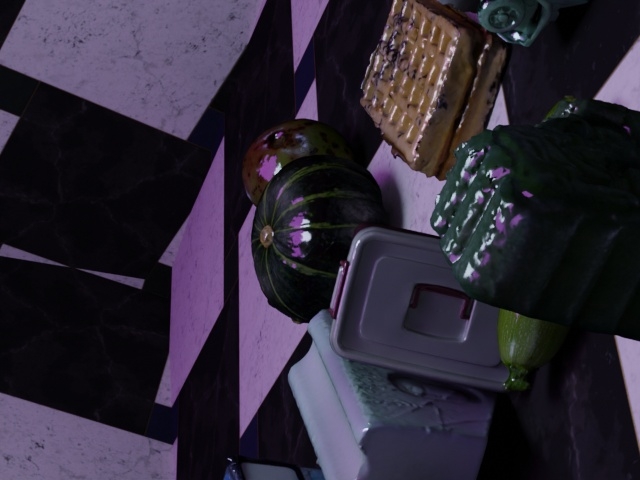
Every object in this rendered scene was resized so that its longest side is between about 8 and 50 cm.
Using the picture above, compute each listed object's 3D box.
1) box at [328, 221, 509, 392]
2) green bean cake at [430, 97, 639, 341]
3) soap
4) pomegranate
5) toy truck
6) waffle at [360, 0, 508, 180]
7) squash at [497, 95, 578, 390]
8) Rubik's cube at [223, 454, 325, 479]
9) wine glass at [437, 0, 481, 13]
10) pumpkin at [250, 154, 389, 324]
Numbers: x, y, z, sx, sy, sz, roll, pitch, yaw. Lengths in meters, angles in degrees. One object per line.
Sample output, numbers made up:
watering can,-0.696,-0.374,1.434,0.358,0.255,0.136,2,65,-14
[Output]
box,0.157,0.082,1.796,0.167,0.294,0.193,-105,29,-77
green bean cake,0.281,-0.040,1.405,0.300,0.308,0.169,-108,34,-54
soap,0.110,0.233,1.874,0.446,0.261,0.156,-118,41,-65
pomegranate,-0.022,-0.103,2.646,0.305,0.242,0.242,62,174,-20
toy truck,0.315,-0.409,1.768,0.278,0.156,0.155,116,157,-43
waffle,0.185,-0.286,2.188,0.376,0.114,0.260,-115,39,-63
squash,0.301,0.008,1.657,0.107,0.107,0.394,-149,70,-72
Rubik's cube,0.015,0.559,1.837,0.362,0.363,0.358,-129,54,-67
wine glass,0.242,-0.530,1.971,0.323,0.238,0.238,-62,23,23
pumpkin,0.000,0.000,2.398,0.323,0.241,0.323,-174,90,-72
